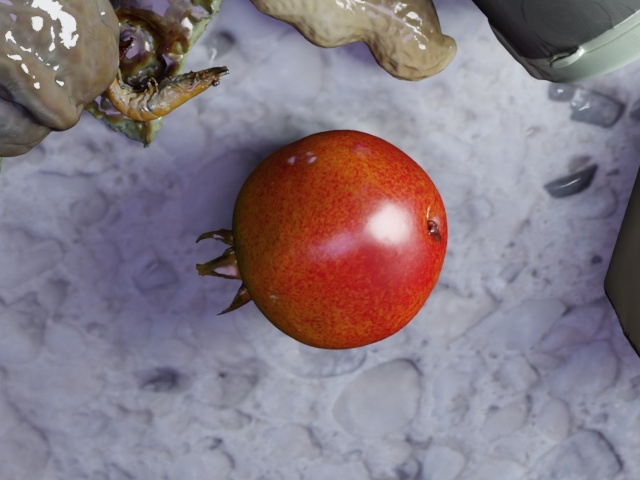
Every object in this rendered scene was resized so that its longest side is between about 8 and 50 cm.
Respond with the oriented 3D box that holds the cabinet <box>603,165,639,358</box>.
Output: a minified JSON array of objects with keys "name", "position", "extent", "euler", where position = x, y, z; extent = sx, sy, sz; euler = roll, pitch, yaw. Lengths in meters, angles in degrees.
[{"name":"cabinet","position":[0.494,0.000,1.637],"extent":[0.318,0.227,0.290],"euler":[10,113,-8]}]

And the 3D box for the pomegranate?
[{"name":"pomegranate","position":[0.000,0.000,1.625],"extent":[0.256,0.221,0.221],"euler":[-13,115,14]}]

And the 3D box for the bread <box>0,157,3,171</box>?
[{"name":"bread","position":[-0.446,-0.103,1.618],"extent":[0.267,0.040,0.267],"euler":[0,126,0]}]

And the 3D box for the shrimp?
[{"name":"shrimp","position":[-0.154,-0.162,1.594],"extent":[0.127,0.025,0.091],"euler":[-14,124,10]}]

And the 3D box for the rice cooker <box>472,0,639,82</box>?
[{"name":"rice cooker","position":[0.241,-0.305,1.459],"extent":[0.288,0.288,0.277],"euler":[-41,111,14]}]

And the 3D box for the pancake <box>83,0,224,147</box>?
[{"name":"pancake","position":[-0.287,-0.246,1.570],"extent":[0.426,0.067,0.305],"euler":[10,115,-9]}]

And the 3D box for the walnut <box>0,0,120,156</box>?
[{"name":"walnut","position":[-0.294,-0.181,1.475],"extent":[0.224,0.224,0.224],"euler":[-1,115,-3]}]

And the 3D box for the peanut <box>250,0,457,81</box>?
[{"name":"peanut","position":[0.034,-0.227,1.587],"extent":[0.227,0.086,0.104],"euler":[22,121,-14]}]
